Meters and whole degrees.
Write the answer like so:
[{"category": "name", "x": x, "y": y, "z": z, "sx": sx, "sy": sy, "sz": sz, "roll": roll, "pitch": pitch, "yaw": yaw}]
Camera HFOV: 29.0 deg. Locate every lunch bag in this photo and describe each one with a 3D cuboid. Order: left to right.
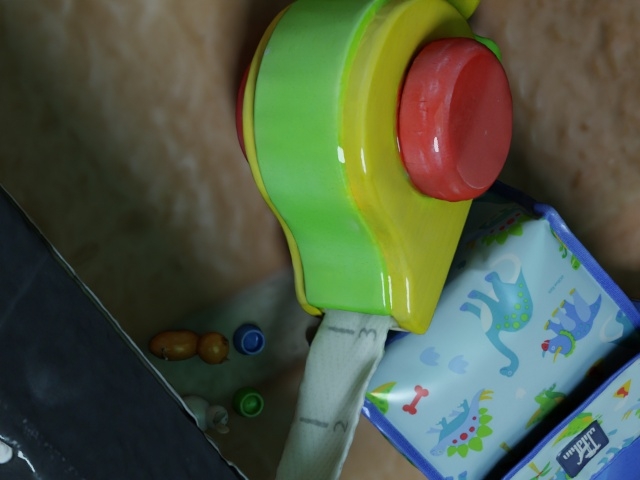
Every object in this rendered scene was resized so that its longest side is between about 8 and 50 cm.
[{"category": "lunch bag", "x": 0.093, "y": 0.067, "z": 0.599, "sx": 0.129, "sy": 0.096, "sz": 0.151, "roll": -43, "pitch": 114, "yaw": -1}]

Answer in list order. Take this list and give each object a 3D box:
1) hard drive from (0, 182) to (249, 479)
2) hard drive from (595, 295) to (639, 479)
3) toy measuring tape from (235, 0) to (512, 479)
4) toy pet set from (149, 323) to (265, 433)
[{"category": "hard drive", "x": -0.125, "y": 0.111, "z": 0.426, "sx": 0.339, "sy": 0.237, "sz": 0.064, "roll": 54, "pitch": 39, "yaw": -27}, {"category": "hard drive", "x": 0.213, "y": 0.201, "z": 0.706, "sx": 0.210, "sy": 0.040, "sz": 0.318, "roll": 10, "pitch": 93, "yaw": -25}, {"category": "toy measuring tape", "x": 0.000, "y": 0.000, "z": 0.516, "sx": 0.121, "sy": 0.121, "sz": 0.330, "roll": 31, "pitch": 68, "yaw": -25}, {"category": "toy pet set", "x": -0.068, "y": 0.106, "z": 0.552, "sx": 0.114, "sy": 0.065, "sz": 0.122, "roll": -2, "pitch": 98, "yaw": -24}]
